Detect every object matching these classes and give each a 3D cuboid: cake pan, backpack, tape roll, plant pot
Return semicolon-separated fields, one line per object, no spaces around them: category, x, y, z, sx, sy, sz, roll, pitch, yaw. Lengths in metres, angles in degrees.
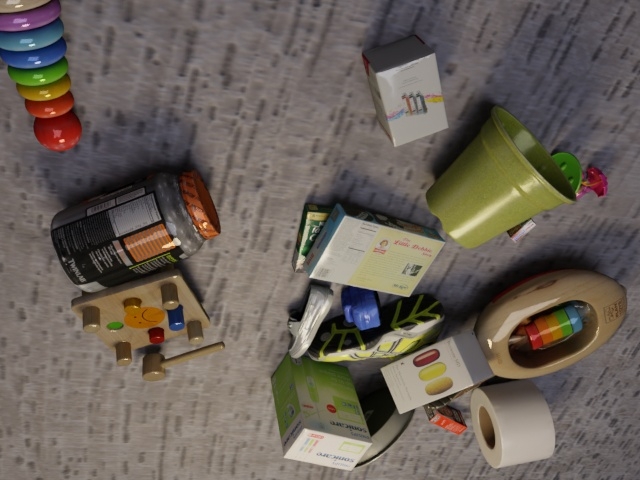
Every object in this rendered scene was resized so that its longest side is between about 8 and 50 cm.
cake pan;0.145;0.530;1.798;0.293;0.293;0.054;-37;99;13
backpack;0.110;0.178;1.632;0.101;0.120;0.097;-18;126;-1
tape roll;0.589;0.564;1.926;0.169;0.246;0.246;-9;125;-6
plant pot;0.393;-0.123;1.432;0.276;0.276;0.254;31;124;-28

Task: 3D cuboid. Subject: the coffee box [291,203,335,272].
coffee box;0.000;0.000;1.535;0.113;0.040;0.184;5;122;-16

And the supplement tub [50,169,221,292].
supplement tub;-0.389;-0.027;1.338;0.316;0.193;0.193;-20;125;1

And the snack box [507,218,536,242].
snack box;0.481;-0.049;1.532;0.022;0.178;0.064;44;107;-9

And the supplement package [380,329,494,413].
supplement package;0.312;0.353;1.676;0.244;0.138;0.134;-34;161;34

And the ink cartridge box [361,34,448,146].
ink cartridge box;0.178;-0.314;1.311;0.128;0.128;0.176;-19;126;0

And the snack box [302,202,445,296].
snack box;0.137;0.031;1.545;0.322;0.060;0.187;14;119;-32

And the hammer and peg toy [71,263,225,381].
hammer and peg toy;-0.401;0.200;1.517;0.266;0.127;0.361;-17;144;-1

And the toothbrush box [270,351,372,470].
toothbrush box;-0.005;0.462;1.698;0.206;0.283;0.122;20;117;-23

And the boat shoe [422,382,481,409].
boat shoe;0.429;0.395;1.867;0.324;0.122;0.120;-31;157;-2

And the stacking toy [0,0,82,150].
stacking toy;-0.520;-0.318;1.162;0.141;0.141;0.330;-8;131;-7

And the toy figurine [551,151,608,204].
toy figurine;0.639;-0.132;1.562;0.159;0.130;0.173;6;144;-27

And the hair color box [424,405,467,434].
hair color box;0.398;0.561;1.985;0.141;0.072;0.043;29;113;-28

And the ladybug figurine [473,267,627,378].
ladybug figurine;0.627;0.216;1.738;0.450;0.162;0.304;-20;116;2

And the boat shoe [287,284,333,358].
boat shoe;-0.046;0.211;1.653;0.081;0.079;0.227;22;112;-15

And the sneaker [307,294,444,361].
sneaker;0.157;0.276;1.696;0.385;0.145;0.147;-13;125;-2
